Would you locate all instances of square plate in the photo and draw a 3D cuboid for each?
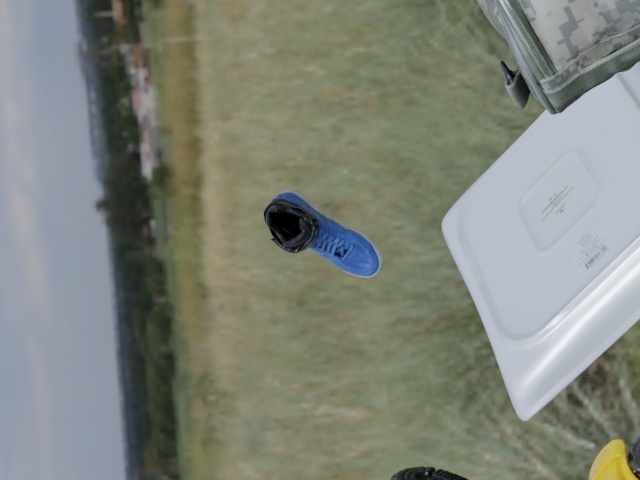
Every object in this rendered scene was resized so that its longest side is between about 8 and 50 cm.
[{"bbox_3d":[0.274,-0.035,1.432,0.347,0.049,0.344,-48,32,24],"label":"square plate"}]

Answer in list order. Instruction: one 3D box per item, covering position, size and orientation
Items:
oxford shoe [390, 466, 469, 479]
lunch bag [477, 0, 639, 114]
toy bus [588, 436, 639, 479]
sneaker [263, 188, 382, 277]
[{"bbox_3d":[0.125,0.269,1.067,0.227,0.083,0.096,43,132,45],"label":"oxford shoe"},{"bbox_3d":[0.233,-0.253,0.939,0.212,0.305,0.256,43,-158,-58],"label":"lunch bag"},{"bbox_3d":[0.464,0.379,1.709,0.149,0.220,0.211,100,180,-49],"label":"toy bus"},{"bbox_3d":[-0.001,0.001,1.552,0.058,0.152,0.084,-53,-5,24],"label":"sneaker"}]
